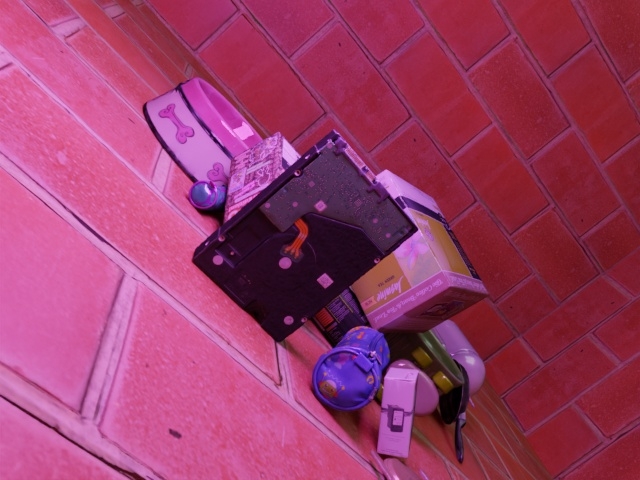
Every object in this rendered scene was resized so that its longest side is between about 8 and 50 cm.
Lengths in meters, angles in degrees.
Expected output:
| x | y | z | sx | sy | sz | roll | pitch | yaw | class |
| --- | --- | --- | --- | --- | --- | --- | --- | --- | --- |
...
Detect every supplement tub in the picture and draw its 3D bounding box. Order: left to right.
| x | y | z | sx | sy | sz | roll | pitch | yaw | class |
| --- | --- | --- | --- | --- | --- | --- | --- | --- | --- |
| 0.042 | 0.169 | 1.423 | 0.190 | 0.117 | 0.117 | 52 | 9 | 5 | supplement tub |

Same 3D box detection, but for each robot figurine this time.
| x | y | z | sx | sy | sz | roll | pitch | yaw | class |
| --- | --- | --- | --- | --- | --- | --- | --- | --- | --- |
| 0.440 | 0.415 | 2.089 | 0.300 | 0.200 | 0.353 | 51 | 7 | -39 | robot figurine |

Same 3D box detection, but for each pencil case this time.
| x | y | z | sx | sy | sz | roll | pitch | yaw | class |
| --- | --- | --- | --- | --- | --- | --- | --- | --- | --- |
| -0.232 | -0.097 | 1.325 | 0.064 | 0.070 | 0.152 | 51 | 10 | 7 | pencil case |
| 0.073 | 0.248 | 1.206 | 0.119 | 0.133 | 0.306 | 51 | 8 | 7 | pencil case |

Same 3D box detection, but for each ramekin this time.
| x | y | z | sx | sy | sz | roll | pitch | yaw | class |
| --- | --- | --- | --- | --- | --- | --- | --- | --- | --- |
| 0.264 | 0.332 | 1.736 | 0.303 | 0.148 | 0.303 | 49 | 9 | -10 | ramekin |

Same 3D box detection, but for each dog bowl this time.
| x | y | z | sx | sy | sz | roll | pitch | yaw | class |
| --- | --- | --- | --- | --- | --- | --- | --- | --- | --- |
| -0.259 | -0.250 | 1.564 | 0.408 | 0.150 | 0.408 | 49 | 8 | -10 | dog bowl |

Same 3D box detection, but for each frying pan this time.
| x | y | z | sx | sy | sz | roll | pitch | yaw | class |
| --- | --- | --- | --- | --- | --- | --- | --- | --- | --- |
| 0.414 | 0.482 | 1.773 | 0.053 | 0.197 | 0.326 | 10 | 15 | -7 | frying pan |

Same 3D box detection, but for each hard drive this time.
| x | y | z | sx | sy | sz | roll | pitch | yaw | class |
| --- | --- | --- | --- | --- | --- | --- | --- | --- | --- |
| -0.027 | -0.002 | 1.079 | 0.237 | 0.339 | 0.064 | 46 | 10 | -19 | hard drive |

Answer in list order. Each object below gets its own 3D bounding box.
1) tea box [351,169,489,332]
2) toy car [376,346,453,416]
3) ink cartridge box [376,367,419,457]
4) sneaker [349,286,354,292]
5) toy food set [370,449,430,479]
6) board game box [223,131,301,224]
| x | y | z | sx | sy | sz | roll | pitch | yaw | class |
| --- | --- | --- | --- | --- | --- | --- | --- | --- | --- |
| 0.215 | 0.044 | 1.497 | 0.329 | 0.220 | 0.323 | 17 | 42 | -59 | tea box |
| 0.211 | 0.348 | 1.474 | 0.149 | 0.155 | 0.188 | 50 | -3 | 0 | toy car |
| 0.155 | 0.337 | 1.192 | 0.109 | 0.063 | 0.150 | 5 | 91 | -77 | ink cartridge box |
| 0.092 | 0.189 | 1.828 | 0.161 | 0.057 | 0.075 | 50 | 26 | -9 | sneaker |
| 0.159 | 0.459 | 1.099 | 0.192 | 0.038 | 0.132 | 36 | 9 | -38 | toy food set |
| -0.083 | -0.047 | 1.320 | 0.232 | 0.141 | 0.290 | 45 | 31 | -38 | board game box |
